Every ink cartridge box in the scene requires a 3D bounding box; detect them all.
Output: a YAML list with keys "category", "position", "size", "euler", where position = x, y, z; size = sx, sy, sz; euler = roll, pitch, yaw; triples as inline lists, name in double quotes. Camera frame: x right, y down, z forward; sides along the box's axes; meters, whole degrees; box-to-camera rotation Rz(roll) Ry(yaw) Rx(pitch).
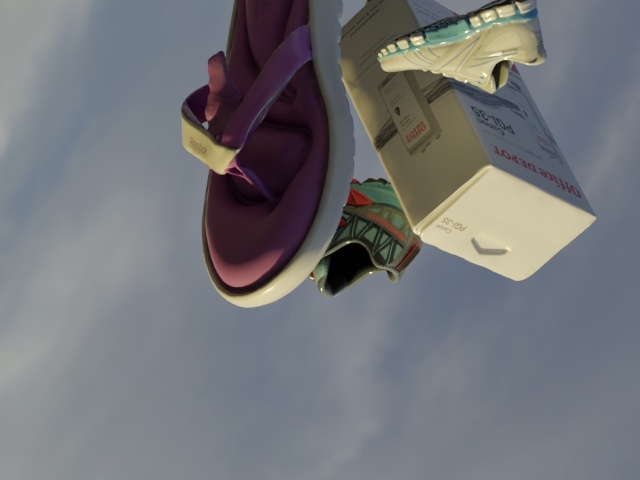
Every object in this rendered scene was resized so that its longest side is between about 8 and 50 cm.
- category: "ink cartridge box"
  position: [0.152, -0.118, 1.827]
  size: [0.117, 0.207, 0.283]
  euler: [-42, -129, 24]

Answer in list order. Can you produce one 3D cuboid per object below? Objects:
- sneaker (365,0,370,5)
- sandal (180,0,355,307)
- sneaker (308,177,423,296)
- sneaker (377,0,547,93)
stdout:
- category: "sneaker"
  position: [0.102, -0.247, 2.117]
  size: [0.135, 0.052, 0.058]
  euler: [49, -43, 25]
- category: "sandal"
  position: [-0.060, -0.120, 1.385]
  size: [0.169, 0.102, 0.416]
  euler: [-39, -145, 35]
- category: "sneaker"
  position: [0.000, 0.000, 1.917]
  size: [0.261, 0.104, 0.125]
  euler: [-4, -121, 41]
- category: "sneaker"
  position: [0.134, -0.174, 1.613]
  size: [0.190, 0.083, 0.071]
  euler: [-11, -164, 46]
